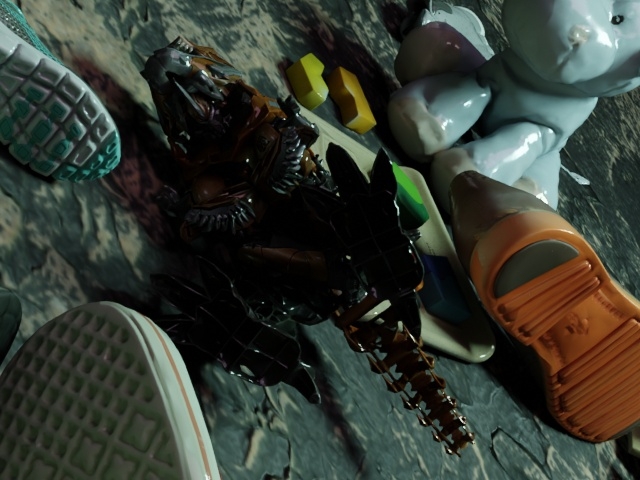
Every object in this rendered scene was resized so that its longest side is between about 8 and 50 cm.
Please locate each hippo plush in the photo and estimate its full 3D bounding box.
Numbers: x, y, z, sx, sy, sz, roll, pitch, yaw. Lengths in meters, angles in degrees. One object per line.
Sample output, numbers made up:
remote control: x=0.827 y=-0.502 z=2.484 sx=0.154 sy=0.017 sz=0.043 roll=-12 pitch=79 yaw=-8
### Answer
hippo plush: x=0.237 y=-0.141 z=1.265 sx=0.294 sy=0.236 sz=0.234 roll=13 pitch=58 yaw=-33

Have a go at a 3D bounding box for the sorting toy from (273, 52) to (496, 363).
sorting toy: x=0.043 y=-0.048 z=1.096 sx=0.229 sy=0.041 sz=0.307 roll=21 pitch=41 yaw=-53

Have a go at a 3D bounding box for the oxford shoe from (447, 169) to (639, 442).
oxford shoe: x=0.225 y=0.062 z=1.175 sx=0.364 sy=0.130 sz=0.133 roll=53 pitch=4 yaw=-44

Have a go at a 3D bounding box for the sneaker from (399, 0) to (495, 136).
sneaker: x=0.154 y=-0.205 z=1.479 sx=0.132 sy=0.086 sz=0.229 roll=22 pitch=31 yaw=-44

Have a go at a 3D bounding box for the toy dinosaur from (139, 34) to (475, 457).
toy dinosaur: x=0.000 y=0.000 z=0.839 sx=0.322 sy=0.164 sz=0.218 roll=31 pitch=10 yaw=-3

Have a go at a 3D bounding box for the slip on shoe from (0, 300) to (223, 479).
slip on shoe: x=-0.060 y=0.185 z=0.504 sx=0.101 sy=0.123 sz=0.331 roll=22 pitch=48 yaw=-65

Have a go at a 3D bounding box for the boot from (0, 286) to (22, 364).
boot: x=-0.211 y=0.016 z=0.457 sx=0.178 sy=0.085 sz=0.236 roll=26 pitch=-10 yaw=1

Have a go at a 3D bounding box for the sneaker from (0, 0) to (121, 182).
sneaker: x=-0.176 y=-0.104 z=0.733 sx=0.166 sy=0.065 sz=0.076 roll=45 pitch=22 yaw=-26

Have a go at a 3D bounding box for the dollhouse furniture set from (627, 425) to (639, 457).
dollhouse furniture set: x=0.422 y=0.262 z=1.322 sx=0.242 sy=0.161 sz=0.212 roll=23 pitch=26 yaw=2
